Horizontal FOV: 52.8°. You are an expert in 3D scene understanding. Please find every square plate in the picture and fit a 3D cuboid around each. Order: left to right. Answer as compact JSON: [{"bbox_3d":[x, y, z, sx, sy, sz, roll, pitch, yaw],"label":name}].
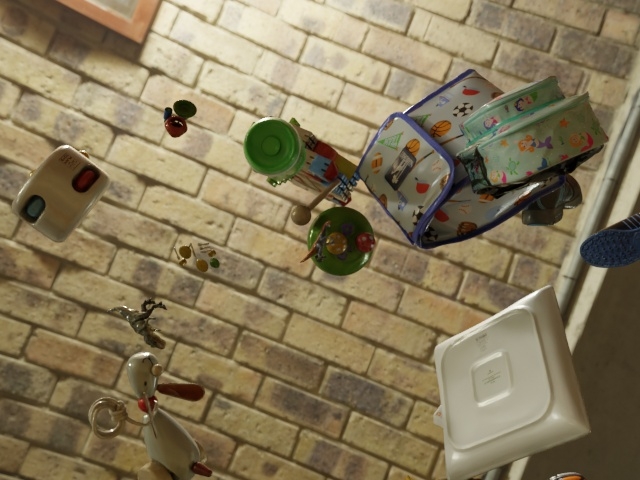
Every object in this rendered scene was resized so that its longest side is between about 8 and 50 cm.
[{"bbox_3d":[0.372,0.299,1.368,0.049,0.344,0.347,29,-48,-28],"label":"square plate"}]

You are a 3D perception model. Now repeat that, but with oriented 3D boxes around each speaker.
[{"bbox_3d":[-0.100,-0.205,1.472,0.131,0.131,0.296,22,4,0],"label":"speaker"}]

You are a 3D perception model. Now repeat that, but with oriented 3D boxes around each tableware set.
[{"bbox_3d":[-0.404,0.056,2.119,0.154,0.104,0.024,-9,18,26],"label":"tableware set"}]

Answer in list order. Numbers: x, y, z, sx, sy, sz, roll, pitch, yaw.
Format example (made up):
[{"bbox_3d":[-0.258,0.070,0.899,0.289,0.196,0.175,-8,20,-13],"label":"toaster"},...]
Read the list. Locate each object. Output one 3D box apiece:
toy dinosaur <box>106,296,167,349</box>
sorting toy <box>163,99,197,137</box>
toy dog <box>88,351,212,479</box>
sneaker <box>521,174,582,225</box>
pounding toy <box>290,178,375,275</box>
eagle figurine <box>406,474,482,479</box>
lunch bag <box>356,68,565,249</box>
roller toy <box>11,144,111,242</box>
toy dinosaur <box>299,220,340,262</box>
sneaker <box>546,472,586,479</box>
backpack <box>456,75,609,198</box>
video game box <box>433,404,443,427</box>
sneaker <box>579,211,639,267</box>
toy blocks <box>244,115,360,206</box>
[{"bbox_3d":[-0.526,0.222,1.912,0.268,0.118,0.064,26,-31,38],"label":"toy dinosaur"},{"bbox_3d":[-0.305,-0.255,1.373,0.061,0.102,0.042,22,-40,-6],"label":"sorting toy"},{"bbox_3d":[-0.334,0.422,1.442,0.161,0.220,0.334,-7,-57,32],"label":"toy dog"},{"bbox_3d":[0.638,-0.148,1.762,0.125,0.140,0.341,1,19,30],"label":"sneaker"},{"bbox_3d":[0.053,-0.018,1.633,0.237,0.183,0.110,57,-13,-12],"label":"pounding toy"},{"bbox_3d":[0.278,0.677,1.579,0.226,0.298,0.225,16,18,-20],"label":"eagle figurine"},{"bbox_3d":[0.304,-0.181,1.504,0.239,0.385,0.328,57,1,-42],"label":"lunch bag"},{"bbox_3d":[-0.572,-0.108,1.421,0.146,0.209,0.191,39,-9,-16],"label":"roller toy"},{"bbox_3d":[0.000,0.000,1.329,0.090,0.082,0.047,-3,-23,-7],"label":"toy dinosaur"},{"bbox_3d":[0.694,0.834,1.937,0.124,0.321,0.180,56,-2,-3],"label":"sneaker"},{"bbox_3d":[0.388,-0.188,1.192,0.225,0.191,0.253,-23,6,-7],"label":"backpack"},{"bbox_3d":[0.452,0.481,1.815,0.205,0.187,0.048,19,-40,36],"label":"video game box"},{"bbox_3d":[0.616,-0.014,1.229,0.090,0.081,0.232,-24,-2,-46],"label":"sneaker"},{"bbox_3d":[-0.008,-0.203,1.806,0.261,0.191,0.381,27,-6,26],"label":"toy blocks"}]
